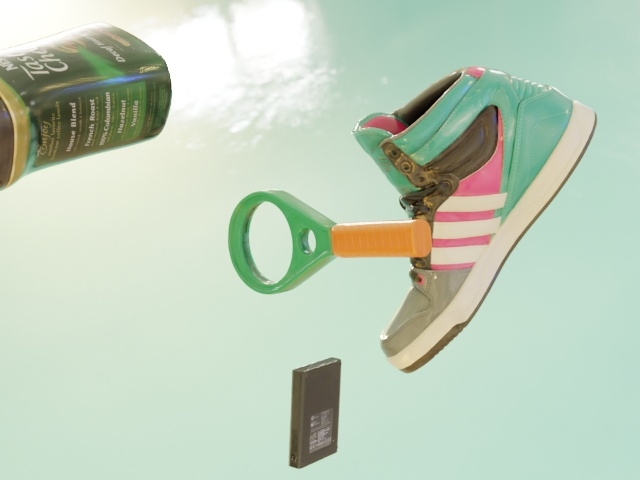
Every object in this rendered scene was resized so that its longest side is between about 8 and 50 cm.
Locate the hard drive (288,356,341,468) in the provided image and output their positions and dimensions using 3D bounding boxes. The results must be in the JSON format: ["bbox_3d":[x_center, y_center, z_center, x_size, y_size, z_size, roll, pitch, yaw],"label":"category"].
[{"bbox_3d":[-0.006,0.233,1.457,0.022,0.135,0.094,9,11,35],"label":"hard drive"}]

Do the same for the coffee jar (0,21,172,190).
[{"bbox_3d":[-0.195,-0.092,0.727,0.096,0.079,0.184,31,35,23],"label":"coffee jar"}]

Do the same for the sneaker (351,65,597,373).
[{"bbox_3d":[0.094,-0.036,0.966,0.178,0.295,0.124,31,12,-6],"label":"sneaker"}]

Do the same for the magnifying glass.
[{"bbox_3d":[0.000,0.000,0.891,0.026,0.092,0.231,-7,3,-41],"label":"magnifying glass"}]
